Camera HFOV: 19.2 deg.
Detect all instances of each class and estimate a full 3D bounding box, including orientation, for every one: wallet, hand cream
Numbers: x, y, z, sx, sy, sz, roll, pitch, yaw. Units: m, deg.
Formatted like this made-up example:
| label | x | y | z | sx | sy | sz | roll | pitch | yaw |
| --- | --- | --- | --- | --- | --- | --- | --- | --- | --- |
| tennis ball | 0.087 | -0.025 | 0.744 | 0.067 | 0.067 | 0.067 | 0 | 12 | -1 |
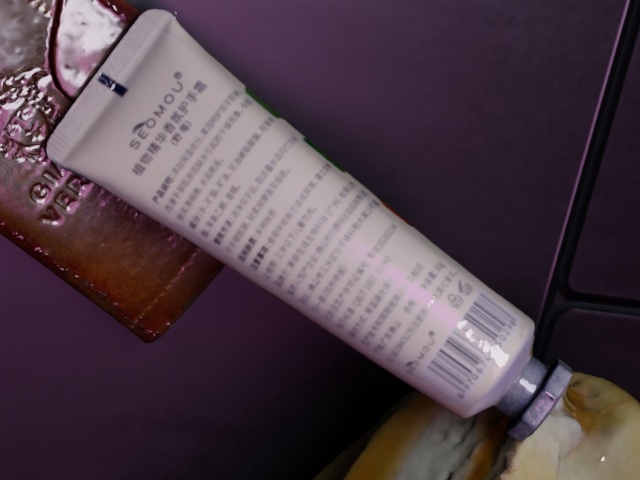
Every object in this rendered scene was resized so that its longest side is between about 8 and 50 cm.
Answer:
| label | x | y | z | sx | sy | sz | roll | pitch | yaw |
| --- | --- | --- | --- | --- | --- | --- | --- | --- | --- |
| wallet | -0.136 | -0.066 | 0.942 | 0.255 | 0.031 | 0.137 | 38 | 92 | -28 |
| hand cream | 0.000 | 0.000 | 0.922 | 0.276 | 0.059 | 0.095 | 37 | 87 | 2 |

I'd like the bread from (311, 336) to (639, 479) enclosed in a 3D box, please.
| label | x | y | z | sx | sy | sz | roll | pitch | yaw |
| --- | --- | --- | --- | --- | --- | --- | --- | --- | --- |
| bread | 0.106 | 0.249 | 1.042 | 0.341 | 0.210 | 0.300 | 44 | 64 | -29 |
